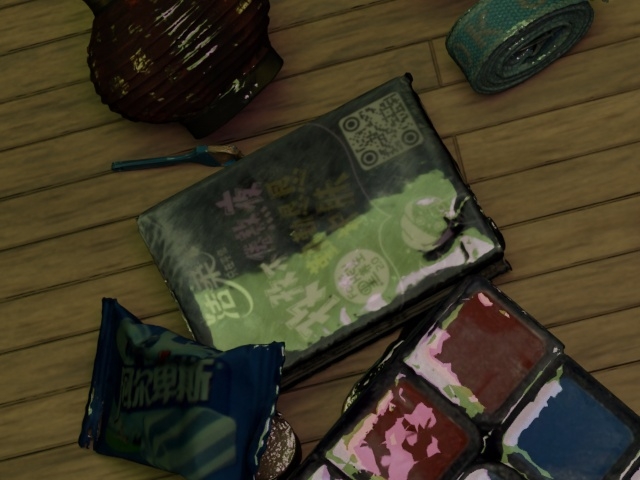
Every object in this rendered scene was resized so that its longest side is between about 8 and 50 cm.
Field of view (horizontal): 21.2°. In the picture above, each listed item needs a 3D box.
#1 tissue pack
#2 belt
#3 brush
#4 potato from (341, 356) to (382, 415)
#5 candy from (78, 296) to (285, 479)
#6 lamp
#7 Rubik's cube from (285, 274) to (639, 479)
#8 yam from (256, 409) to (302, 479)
[{"bbox_3d":[0.000,0.000,1.929,0.361,0.122,0.259,-29,69,2],"label":"tissue pack"},{"bbox_3d":[0.225,-0.242,1.947,0.163,0.147,0.082,-19,66,-26],"label":"belt"},{"bbox_3d":[-0.171,-0.094,2.023,0.164,0.051,0.014,-5,70,17],"label":"brush"},{"bbox_3d":[0.112,0.169,1.891,0.119,0.054,0.198,44,81,8],"label":"potato"},{"bbox_3d":[-0.156,0.169,1.838,0.331,0.077,0.187,14,95,51],"label":"candy"},{"bbox_3d":[-0.166,-0.239,1.964,0.247,0.247,0.247,-3,74,9],"label":"lamp"},{"bbox_3d":[0.148,0.285,1.665,0.359,0.363,0.362,43,79,2],"label":"Rubik's cube"},{"bbox_3d":[-0.059,0.230,1.865,0.084,0.127,0.084,-1,77,5],"label":"yam"}]
